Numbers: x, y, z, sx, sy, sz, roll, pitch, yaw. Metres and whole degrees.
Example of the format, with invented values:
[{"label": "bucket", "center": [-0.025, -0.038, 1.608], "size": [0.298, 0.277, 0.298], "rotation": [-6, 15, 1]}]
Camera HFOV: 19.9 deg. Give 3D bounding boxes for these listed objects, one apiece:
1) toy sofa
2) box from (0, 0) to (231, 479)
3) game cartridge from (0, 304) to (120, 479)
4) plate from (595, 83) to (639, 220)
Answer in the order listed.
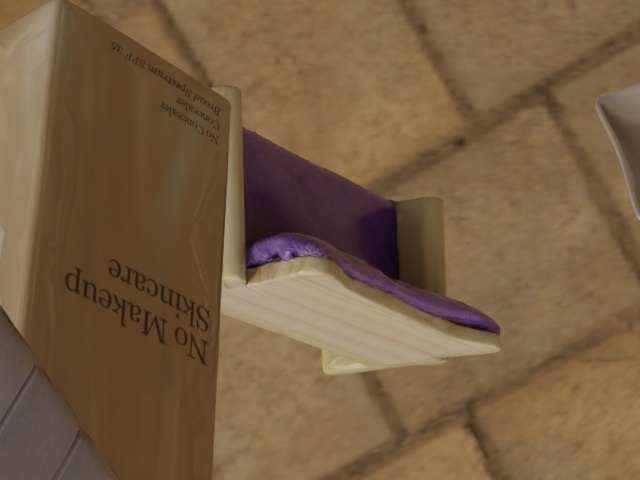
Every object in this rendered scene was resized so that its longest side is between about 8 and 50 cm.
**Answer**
[{"label": "toy sofa", "center": [0.000, 0.000, 1.437], "size": [0.177, 0.362, 0.150], "rotation": [-11, 72, 28]}, {"label": "box", "center": [-0.143, 0.042, 0.997], "size": [0.121, 0.148, 0.311], "rotation": [-24, 52, 35]}, {"label": "game cartridge", "center": [-0.154, 0.210, 0.500], "size": [0.068, 0.230, 0.355], "rotation": [15, 60, 23]}, {"label": "plate", "center": [0.366, -0.084, 1.405], "size": [0.277, 0.278, 0.045], "rotation": [-14, 113, 7]}]
